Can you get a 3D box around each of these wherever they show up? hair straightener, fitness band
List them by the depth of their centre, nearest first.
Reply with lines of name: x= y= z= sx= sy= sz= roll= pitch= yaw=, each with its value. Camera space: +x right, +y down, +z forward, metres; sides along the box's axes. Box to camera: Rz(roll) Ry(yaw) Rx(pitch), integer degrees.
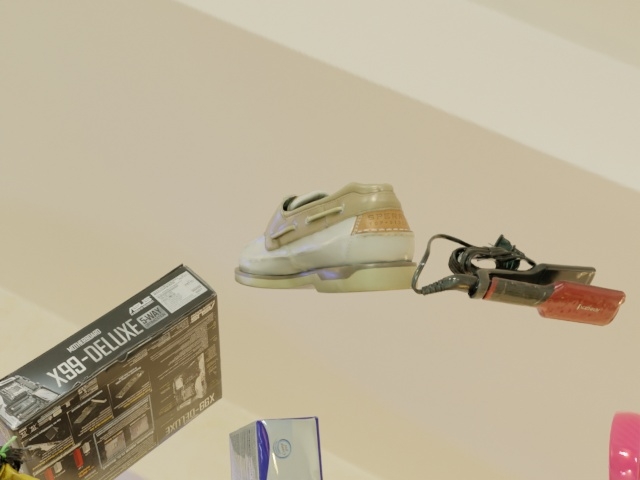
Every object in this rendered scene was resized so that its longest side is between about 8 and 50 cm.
hair straightener: x=0.166 y=0.034 z=0.769 sx=0.089 sy=0.230 sz=0.047 roll=52 pitch=-51 yaw=46
fitness band: x=0.449 y=0.358 z=1.274 sx=0.054 sy=0.209 sz=0.291 roll=7 pitch=-12 yaw=24

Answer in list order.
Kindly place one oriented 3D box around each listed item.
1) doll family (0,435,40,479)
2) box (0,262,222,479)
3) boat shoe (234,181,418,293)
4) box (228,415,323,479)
doll family: x=-0.304 y=0.204 z=0.738 sx=0.192 sy=0.076 sz=0.111 roll=7 pitch=-38 yaw=9
box: x=-0.268 y=0.205 z=1.149 sx=0.076 sy=0.307 sz=0.243 roll=36 pitch=-36 yaw=28
boat shoe: x=0.000 y=0.000 z=0.908 sx=0.302 sy=0.113 sz=0.103 roll=-4 pitch=-92 yaw=58
box: x=-0.050 y=0.264 z=0.947 sx=0.072 sy=0.126 sz=0.137 roll=1 pitch=-18 yaw=-18
